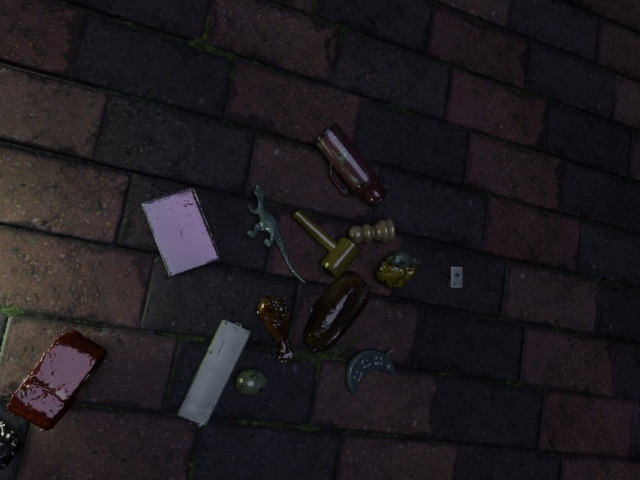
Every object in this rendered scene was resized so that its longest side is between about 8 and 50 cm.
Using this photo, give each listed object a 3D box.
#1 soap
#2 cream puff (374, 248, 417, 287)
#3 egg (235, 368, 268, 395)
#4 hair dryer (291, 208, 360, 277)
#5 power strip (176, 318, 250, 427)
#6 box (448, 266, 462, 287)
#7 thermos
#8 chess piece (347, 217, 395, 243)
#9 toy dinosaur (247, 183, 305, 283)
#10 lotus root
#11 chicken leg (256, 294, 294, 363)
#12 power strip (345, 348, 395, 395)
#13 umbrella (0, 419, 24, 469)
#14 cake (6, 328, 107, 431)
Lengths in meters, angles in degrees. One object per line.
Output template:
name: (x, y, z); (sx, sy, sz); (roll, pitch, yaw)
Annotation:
soap: (-0.457, -0.025, 1.647); (0.181, 0.081, 0.260); (-22, 93, -18)
cream puff: (0.281, 0.113, 1.854); (0.121, 0.156, 0.156); (41, 73, 6)
egg: (-0.230, 0.473, 1.671); (0.110, 0.085, 0.085); (-4, 86, -30)
hair dryer: (0.000, 0.000, 1.803); (0.278, 0.090, 0.135); (42, 76, -4)
power strip: (-0.354, 0.440, 1.654); (0.106, 0.043, 0.368); (29, 76, -13)
box: (0.537, 0.146, 1.989); (0.054, 0.024, 0.083); (3, 85, -16)
thermos: (0.110, -0.261, 1.843); (0.136, 0.109, 0.330); (-42, 98, -18)
chess piece: (0.184, -0.030, 1.862); (0.170, 0.094, 0.094); (-5, 86, -12)
toy dinosaur: (-0.179, -0.003, 1.737); (0.129, 0.076, 0.383); (-26, 100, -43)
lotus root: (0.062, 0.258, 1.793); (0.167, 0.078, 0.329); (39, 74, -9)
chicken leg: (-0.144, 0.305, 1.724); (0.107, 0.087, 0.252); (-14, 96, 2)
power strip: (0.186, 0.465, 1.830); (0.215, 0.044, 0.137); (-23, 91, -19)
umbrella: (-0.971, 0.529, 1.414); (0.272, 0.110, 0.122); (41, 74, -6)
cake: (-0.759, 0.405, 1.457); (0.150, 0.177, 0.283); (34, 70, -12)
